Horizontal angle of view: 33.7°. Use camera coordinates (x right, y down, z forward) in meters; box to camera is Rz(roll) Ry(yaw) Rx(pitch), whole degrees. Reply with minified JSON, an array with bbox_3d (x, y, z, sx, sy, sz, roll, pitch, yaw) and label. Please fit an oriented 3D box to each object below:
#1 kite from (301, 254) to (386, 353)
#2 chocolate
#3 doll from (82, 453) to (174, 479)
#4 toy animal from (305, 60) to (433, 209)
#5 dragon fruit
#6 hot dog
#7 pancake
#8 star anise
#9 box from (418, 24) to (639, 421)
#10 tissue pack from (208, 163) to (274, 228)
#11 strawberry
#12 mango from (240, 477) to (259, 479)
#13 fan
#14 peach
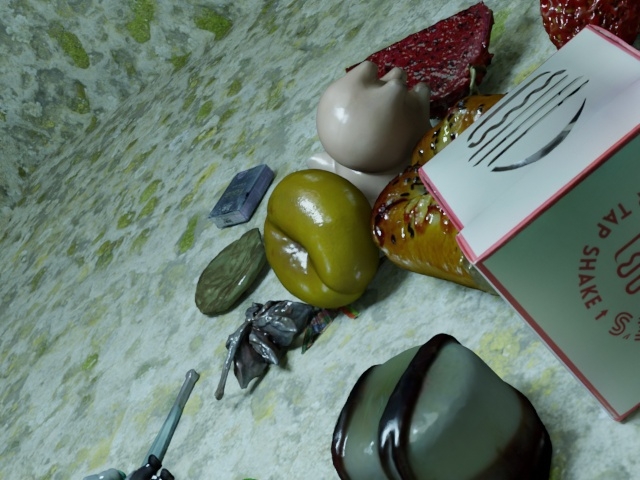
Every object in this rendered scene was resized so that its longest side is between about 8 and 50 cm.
[{"bbox_3d":[0.032,0.101,1.901,0.241,0.014,0.183,-45,27,-6],"label":"kite"},{"bbox_3d":[0.129,0.253,1.338,0.283,0.186,0.284,-34,28,21],"label":"chocolate"},{"bbox_3d":[-0.380,0.465,1.783,0.194,0.153,0.258,14,68,19],"label":"doll"},{"bbox_3d":[0.103,-0.175,1.895,0.237,0.326,0.269,43,109,29],"label":"toy animal"},{"bbox_3d":[0.229,-0.300,2.089,0.316,0.152,0.205,-23,48,11],"label":"dragon fruit"},{"bbox_3d":[0.252,-0.092,1.680,0.367,0.196,0.365,-49,23,-16],"label":"hot dog"},{"bbox_3d":[-0.185,0.066,2.234,0.222,0.042,0.236,-55,24,-12],"label":"pancake"},{"bbox_3d":[-0.114,0.181,1.907,0.209,0.089,0.231,-34,15,37],"label":"star anise"},{"bbox_3d":[0.350,-0.034,1.303,0.314,0.312,0.300,-40,26,9],"label":"box"},{"bbox_3d":[-0.183,-0.103,2.469,0.112,0.051,0.156,-14,39,45],"label":"tissue pack"},{"bbox_3d":[0.476,-0.396,1.821,0.234,0.234,0.178,-9,69,50],"label":"strawberry"},{"bbox_3d":[-0.148,0.426,1.579,0.178,0.100,0.119,-44,22,-18],"label":"mango"},{"bbox_3d":[-0.292,0.357,1.976,0.057,0.023,0.282,-31,28,44],"label":"fan"},{"bbox_3d":[0.000,0.000,1.837,0.153,0.251,0.251,-14,13,-27],"label":"peach"}]
